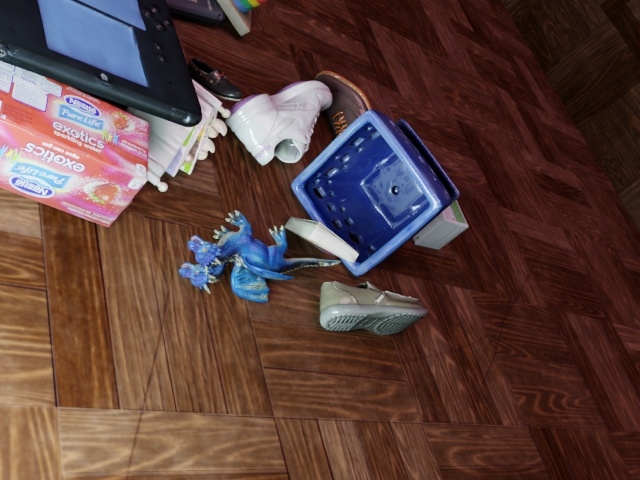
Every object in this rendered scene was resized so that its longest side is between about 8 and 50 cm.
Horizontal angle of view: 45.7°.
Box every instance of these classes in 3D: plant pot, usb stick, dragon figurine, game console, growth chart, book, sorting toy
[{"bbox_3d":[0.123,-0.099,1.505,0.236,0.236,0.212,54,27,9],"label":"plant pot"},{"bbox_3d":[-0.313,-0.504,1.578,0.278,0.045,0.077,-3,62,-50],"label":"usb stick"},{"bbox_3d":[-0.099,0.044,1.228,0.289,0.085,0.144,24,40,-30],"label":"dragon figurine"},{"bbox_3d":[-0.367,-0.353,1.156,0.387,0.060,0.342,14,43,-49],"label":"game console"},{"bbox_3d":[-0.255,-0.193,1.282,0.172,0.021,0.237,45,51,-20],"label":"growth chart"},{"bbox_3d":[0.000,0.000,1.362,0.096,0.035,0.144,34,-6,-22],"label":"book"},{"bbox_3d":[-0.200,-0.640,1.701,0.255,0.089,0.257,54,23,-40],"label":"sorting toy"}]

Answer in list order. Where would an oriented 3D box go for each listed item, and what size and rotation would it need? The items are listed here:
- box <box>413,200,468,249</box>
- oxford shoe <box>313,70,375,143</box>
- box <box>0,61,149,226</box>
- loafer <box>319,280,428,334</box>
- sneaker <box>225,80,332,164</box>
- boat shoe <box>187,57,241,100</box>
[{"bbox_3d":[0.257,-0.050,1.710,0.087,0.102,0.101,11,49,-40],"label":"box"},{"bbox_3d":[0.067,-0.273,1.732,0.271,0.097,0.098,51,39,4],"label":"oxford shoe"},{"bbox_3d":[-0.380,-0.138,1.061,0.257,0.123,0.128,23,41,-33],"label":"box"},{"bbox_3d":[0.098,0.112,1.372,0.251,0.094,0.087,10,53,-43],"label":"loafer"},{"bbox_3d":[-0.064,-0.234,1.549,0.305,0.114,0.152,-32,89,-49],"label":"sneaker"},{"bbox_3d":[-0.205,-0.309,1.463,0.133,0.042,0.049,33,28,18],"label":"boat shoe"}]
